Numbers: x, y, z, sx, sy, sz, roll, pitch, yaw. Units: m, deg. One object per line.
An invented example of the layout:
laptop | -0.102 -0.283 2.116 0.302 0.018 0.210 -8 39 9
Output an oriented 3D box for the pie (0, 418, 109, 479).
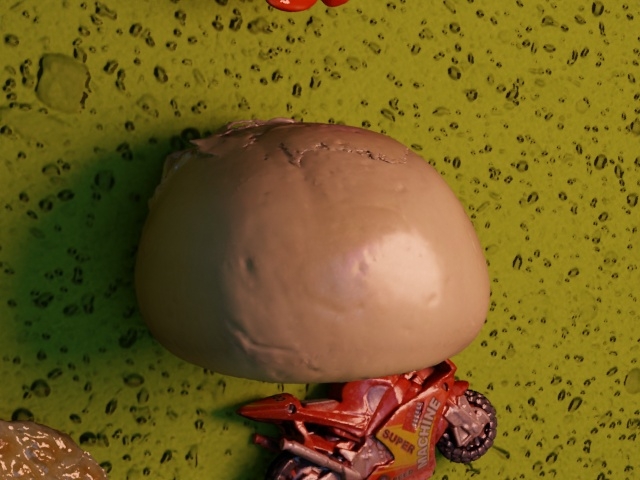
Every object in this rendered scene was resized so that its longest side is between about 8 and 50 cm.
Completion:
pie | -0.297 0.300 1.421 0.257 0.105 0.274 -47 116 -28

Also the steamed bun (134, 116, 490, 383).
steamed bun | 0.000 0.000 1.445 0.334 0.312 0.232 -11 103 -36

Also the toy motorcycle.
toy motorcycle | 0.057 0.200 1.621 0.298 0.089 0.171 -18 102 -27

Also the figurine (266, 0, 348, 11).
figurine | 0.010 -0.424 1.399 0.411 0.241 0.306 -53 150 8
